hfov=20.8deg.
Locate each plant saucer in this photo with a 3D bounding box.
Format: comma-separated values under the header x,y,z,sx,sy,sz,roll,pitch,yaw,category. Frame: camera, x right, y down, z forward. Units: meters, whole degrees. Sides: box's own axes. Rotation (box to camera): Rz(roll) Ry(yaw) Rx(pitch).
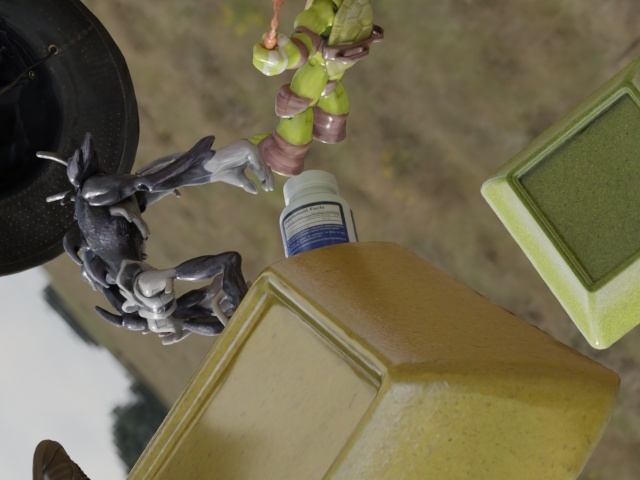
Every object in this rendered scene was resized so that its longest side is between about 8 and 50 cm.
x,y,z,sx,sy,sz,roll,pitch,yaw,category
-0.031,0.150,0.896,0.081,0.333,0.333,33,180,-20,plant saucer
0.243,-0.039,1.433,0.188,0.188,0.045,57,-166,26,plant saucer

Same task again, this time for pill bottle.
x,y,z,sx,sy,sz,roll,pitch,yaw,category
0.000,0.000,1.547,0.067,0.067,0.120,55,-160,-56,pill bottle

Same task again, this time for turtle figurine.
x,y,z,sx,sy,sz,roll,pitch,yaw,category
0.010,-0.173,1.434,0.087,0.269,0.217,19,128,6,turtle figurine

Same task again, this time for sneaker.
x,y,z,sx,sy,sz,roll,pitch,yaw,category
-0.262,0.267,1.803,0.188,0.071,0.066,-101,10,-65,sneaker

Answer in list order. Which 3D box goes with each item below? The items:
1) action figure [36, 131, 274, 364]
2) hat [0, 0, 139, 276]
x,y,z,sx,sy,sz,roll,pitch,yaw,category
-0.097,0.014,1.268,0.276,0.141,0.164,48,146,37,action figure
-0.345,-0.128,1.666,0.331,0.331,0.134,48,170,-17,hat
